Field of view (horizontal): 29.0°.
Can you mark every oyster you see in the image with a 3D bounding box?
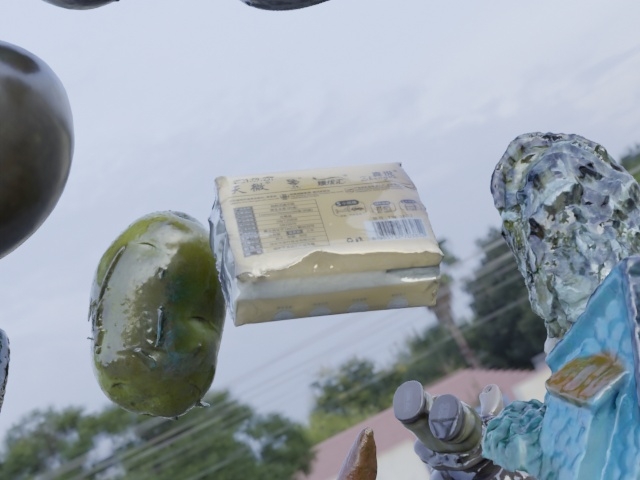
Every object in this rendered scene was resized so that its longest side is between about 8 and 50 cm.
[{"bbox_3d":[0.301,0.030,1.346,0.162,0.351,0.158,-31,-38,17],"label":"oyster"}]

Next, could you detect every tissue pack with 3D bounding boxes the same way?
[{"bbox_3d":[0.000,0.000,1.292,0.222,0.186,0.090,-7,-53,-11],"label":"tissue pack"}]

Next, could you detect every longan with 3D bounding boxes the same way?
[{"bbox_3d":[-0.456,-0.098,1.492,0.350,0.288,0.288,-34,-6,-27],"label":"longan"}]

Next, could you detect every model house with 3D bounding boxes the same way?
[{"bbox_3d":[0.309,0.114,1.118,0.261,0.241,0.226,8,8,-25],"label":"model house"}]

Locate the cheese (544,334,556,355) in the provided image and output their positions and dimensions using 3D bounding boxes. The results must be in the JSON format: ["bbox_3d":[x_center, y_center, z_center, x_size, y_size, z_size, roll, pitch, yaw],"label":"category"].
[{"bbox_3d":[0.310,0.054,1.497,0.043,0.194,0.065,10,12,-9],"label":"cheese"}]

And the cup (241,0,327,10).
[{"bbox_3d":[-0.016,-0.404,1.317,0.227,0.301,0.257,-54,-42,-23],"label":"cup"}]

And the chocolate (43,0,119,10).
[{"bbox_3d":[-0.307,-0.412,1.591,0.303,0.303,0.213,-27,-20,3],"label":"chocolate"}]

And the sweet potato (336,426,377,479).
[{"bbox_3d":[0.048,0.344,1.662,0.055,0.202,0.058,-7,16,-33],"label":"sweet potato"}]

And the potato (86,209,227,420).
[{"bbox_3d":[-0.193,0.088,1.467,0.169,0.248,0.143,8,6,-27],"label":"potato"}]

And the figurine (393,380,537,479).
[{"bbox_3d":[0.247,0.350,1.886,0.248,0.203,0.380,-13,-47,30],"label":"figurine"}]

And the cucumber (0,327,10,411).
[{"bbox_3d":[-0.410,0.177,1.505,0.058,0.214,0.052,13,-57,-11],"label":"cucumber"}]
